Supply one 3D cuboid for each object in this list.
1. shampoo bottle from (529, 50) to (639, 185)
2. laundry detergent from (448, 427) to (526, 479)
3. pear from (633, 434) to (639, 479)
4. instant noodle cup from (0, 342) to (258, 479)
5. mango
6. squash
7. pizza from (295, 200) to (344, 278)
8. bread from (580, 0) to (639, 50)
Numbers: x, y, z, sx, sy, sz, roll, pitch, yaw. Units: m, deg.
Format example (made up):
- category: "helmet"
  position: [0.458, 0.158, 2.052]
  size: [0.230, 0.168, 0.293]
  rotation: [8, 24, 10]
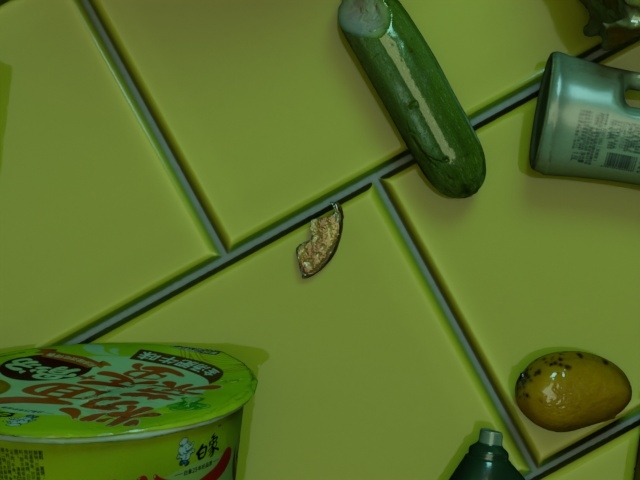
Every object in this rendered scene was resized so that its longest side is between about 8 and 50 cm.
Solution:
- category: "shampoo bottle"
  position: [0.325, -0.104, 1.458]
  size: [0.234, 0.087, 0.118]
  rotation: [10, 91, 0]
- category: "laundry detergent"
  position: [0.162, 0.290, 1.477]
  size: [0.137, 0.063, 0.211]
  rotation: [9, 88, -2]
- category: "pear"
  position: [0.475, 0.214, 1.410]
  size: [0.340, 0.191, 0.386]
  rotation: [40, 90, 0]
- category: "instant noodle cup"
  position: [-0.204, 0.232, 1.378]
  size: [0.311, 0.311, 0.222]
  rotation: [0, 101, 0]
- category: "mango"
  position: [0.245, 0.146, 1.477]
  size: [0.114, 0.057, 0.079]
  rotation: [1, 83, -3]
- category: "squash"
  position: [0.088, -0.147, 1.467]
  size: [0.069, 0.069, 0.239]
  rotation: [-29, 91, 0]
- category: "pizza"
  position: [0.000, 0.000, 1.496]
  size: [0.037, 0.016, 0.083]
  rotation: [25, 94, -1]
- category: "bread"
  position: [0.329, -0.331, 1.405]
  size: [0.252, 0.196, 0.239]
  rotation: [-22, 94, 3]
